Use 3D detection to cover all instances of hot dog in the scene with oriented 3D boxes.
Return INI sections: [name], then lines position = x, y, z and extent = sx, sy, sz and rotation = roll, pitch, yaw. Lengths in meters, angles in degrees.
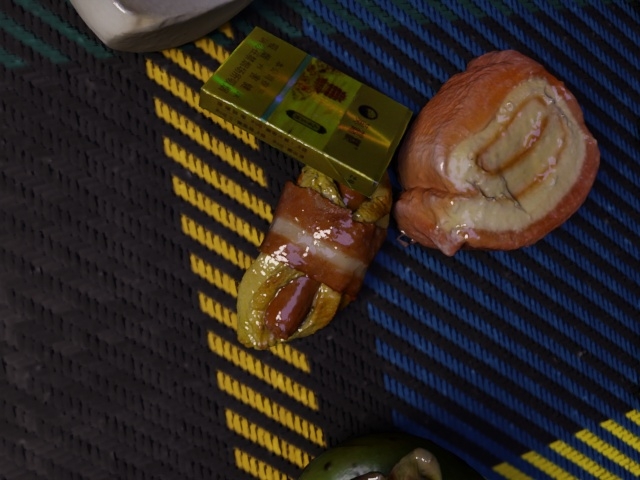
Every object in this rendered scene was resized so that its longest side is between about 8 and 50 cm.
[hot dog]
position = 0.004, 0.000, 0.571
extent = 0.123, 0.093, 0.262
rotation = 26, 79, -13

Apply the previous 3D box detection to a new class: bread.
[bread]
position = 0.189, -0.083, 0.621
extent = 0.190, 0.123, 0.244
rotation = 45, 76, -11

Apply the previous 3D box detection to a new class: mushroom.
[mushroom]
position = -0.228, -0.368, 0.513
extent = 0.177, 0.126, 0.397
rotation = -36, 96, -26

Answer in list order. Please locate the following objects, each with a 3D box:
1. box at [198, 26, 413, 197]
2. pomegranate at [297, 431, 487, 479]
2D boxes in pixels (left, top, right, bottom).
[box]
position = -0.010, -0.135, 0.567
extent = 0.193, 0.030, 0.121
rotation = 28, 55, 0
[pomegranate]
position = 0.079, 0.282, 0.460
extent = 0.242, 0.306, 0.242
rotation = 3, 68, -8
